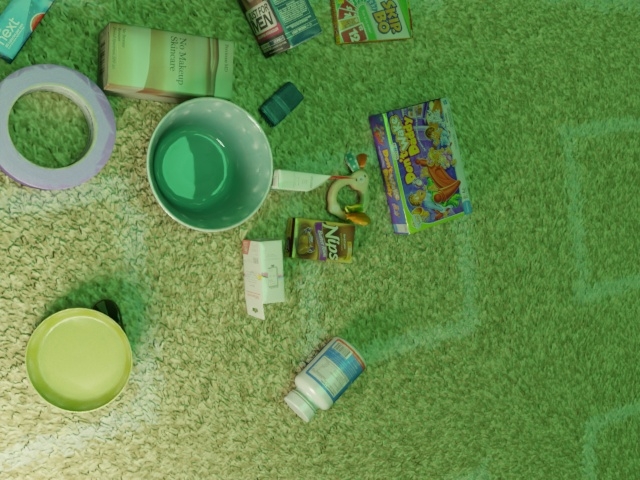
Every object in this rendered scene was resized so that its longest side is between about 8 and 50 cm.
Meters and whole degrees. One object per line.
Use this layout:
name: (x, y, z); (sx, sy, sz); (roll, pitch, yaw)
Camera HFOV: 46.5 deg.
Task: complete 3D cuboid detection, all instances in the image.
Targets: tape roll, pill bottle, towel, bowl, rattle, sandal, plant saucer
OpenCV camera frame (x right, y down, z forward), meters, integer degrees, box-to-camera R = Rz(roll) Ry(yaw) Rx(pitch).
tape roll: (-0.604, -0.250, 1.667); (0.275, 0.090, 0.275); (-2, 94, -27)
pill bottle: (0.010, 0.373, 1.995); (0.221, 0.124, 0.124); (-44, 110, -18)
towel: (-0.103, -0.358, 1.956); (0.119, 0.029, 0.067); (-46, 111, -18)
bowl: (-0.285, -0.179, 1.794); (0.311, 0.163, 0.311); (-2, 94, -27)
rattle: (0.103, -0.148, 2.016); (0.130, 0.143, 0.199); (26, 86, -7)
sandal: (-0.496, 0.248, 1.762); (0.090, 0.060, 0.219); (-9, 87, -2)
plant saucer: (-0.549, 0.272, 1.708); (0.241, 0.037, 0.241); (0, 93, -3)

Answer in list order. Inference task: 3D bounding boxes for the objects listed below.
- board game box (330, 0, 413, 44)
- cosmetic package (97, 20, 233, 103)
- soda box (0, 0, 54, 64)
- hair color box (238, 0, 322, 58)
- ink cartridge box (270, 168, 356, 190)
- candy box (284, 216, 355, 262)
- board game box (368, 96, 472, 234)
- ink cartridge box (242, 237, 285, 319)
board game box: (0.152, -0.617, 2.077); (0.259, 0.039, 0.124); (-12, 99, -29)
cosmetic package: (-0.365, -0.410, 1.761); (0.296, 0.129, 0.153); (0, 91, -28)
soda box: (-0.654, -0.497, 1.641); (0.071, 0.067, 0.210); (35, 77, -24)
hair color box: (-0.142, -0.640, 1.841); (0.105, 0.174, 0.347); (-32, 106, -21)
ink cartridge box: (-0.048, -0.146, 1.909); (0.225, 0.181, 0.056); (6, 91, -29)
candy box: (0.000, 0.000, 2.013); (0.187, 0.053, 0.109); (5, 89, -29)
board game box: (0.290, -0.215, 2.139); (0.233, 0.078, 0.347); (-19, 101, -26)
ink cartridge box: (-0.145, 0.095, 1.906); (0.067, 0.115, 0.198); (-5, 95, -28)
